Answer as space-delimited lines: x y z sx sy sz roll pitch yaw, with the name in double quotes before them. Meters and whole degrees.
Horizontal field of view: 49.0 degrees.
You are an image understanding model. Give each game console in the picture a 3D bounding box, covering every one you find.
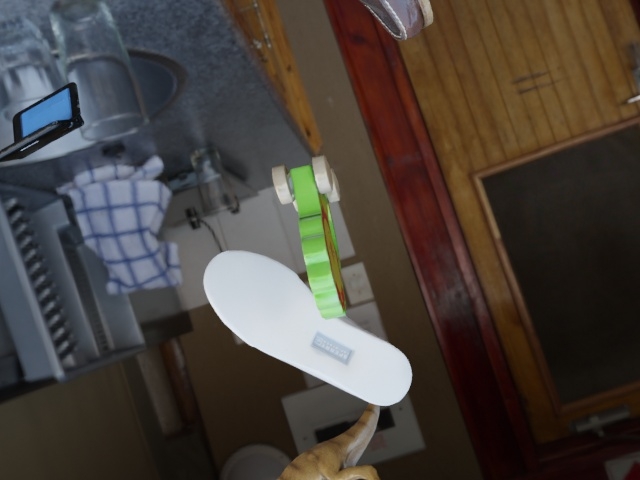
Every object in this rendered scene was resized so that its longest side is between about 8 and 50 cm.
"game console" -0.406 -0.169 0.995 0.122 0.071 0.107 -24 -174 16

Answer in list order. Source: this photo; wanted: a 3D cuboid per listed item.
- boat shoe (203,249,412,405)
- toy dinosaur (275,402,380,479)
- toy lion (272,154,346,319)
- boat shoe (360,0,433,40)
"boat shoe" -0.012 0.069 0.560 0.184 0.066 0.063 27 168 -11
"toy dinosaur" 0.012 0.200 0.625 0.211 0.112 0.064 -32 140 -26
"toy lion" 0.000 0.000 0.434 0.034 0.096 0.100 -13 178 5
"boat shoe" 0.009 -0.241 0.560 0.073 0.207 0.073 -41 -163 -5
